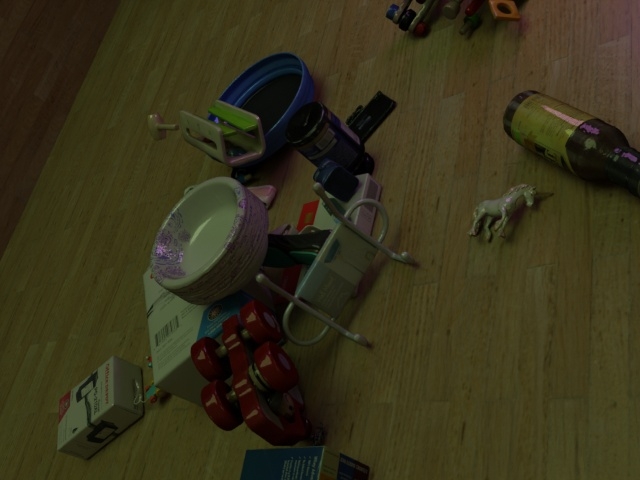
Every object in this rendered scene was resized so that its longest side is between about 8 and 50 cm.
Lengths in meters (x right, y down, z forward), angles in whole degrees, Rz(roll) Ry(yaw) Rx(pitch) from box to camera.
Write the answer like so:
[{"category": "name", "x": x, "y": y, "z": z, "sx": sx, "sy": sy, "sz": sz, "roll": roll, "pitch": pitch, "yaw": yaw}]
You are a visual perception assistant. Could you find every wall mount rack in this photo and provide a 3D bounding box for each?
[{"category": "wall mount rack", "x": 0.022, "y": 0.049, "z": 1.440, "sx": 0.350, "sy": 0.304, "sz": 0.130, "roll": -59, "pitch": 28, "yaw": -7}]

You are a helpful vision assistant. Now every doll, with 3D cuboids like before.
[{"category": "doll", "x": -0.218, "y": -0.214, "z": 2.104, "sx": 0.189, "sy": 0.046, "sz": 0.129, "roll": -45, "pitch": 38, "yaw": 10}]

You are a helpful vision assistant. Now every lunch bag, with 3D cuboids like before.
[{"category": "lunch bag", "x": 0.031, "y": -0.142, "z": 1.643, "sx": 0.067, "sy": 0.098, "sz": 0.065, "roll": -54, "pitch": 37, "yaw": 5}]

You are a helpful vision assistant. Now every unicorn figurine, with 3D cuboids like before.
[{"category": "unicorn figurine", "x": 0.351, "y": -0.056, "z": 1.382, "sx": 0.162, "sy": 0.060, "sz": 0.111, "roll": 1, "pitch": 63, "yaw": 46}]

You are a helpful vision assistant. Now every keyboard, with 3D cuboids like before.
[{"category": "keyboard", "x": 0.111, "y": -0.308, "z": 1.858, "sx": 0.180, "sy": 0.023, "sz": 0.108, "roll": -48, "pitch": 44, "yaw": 5}]

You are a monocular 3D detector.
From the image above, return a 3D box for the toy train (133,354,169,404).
[{"category": "toy train", "x": -0.425, "y": 0.358, "z": 1.880, "sx": 0.125, "sy": 0.046, "sz": 0.166, "roll": -17, "pitch": 47, "yaw": 39}]

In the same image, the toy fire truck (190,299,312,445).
[{"category": "toy fire truck", "x": -0.108, "y": 0.285, "z": 1.438, "sx": 0.169, "sy": 0.254, "sz": 0.302, "roll": -38, "pitch": 39, "yaw": 9}]

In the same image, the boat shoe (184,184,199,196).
[{"category": "boat shoe", "x": -0.371, "y": -0.135, "z": 2.176, "sx": 0.226, "sy": 0.076, "sz": 0.083, "roll": 26, "pitch": 82, "yaw": 52}]

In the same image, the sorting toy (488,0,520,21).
[{"category": "sorting toy", "x": 0.394, "y": -0.648, "z": 1.677, "sx": 0.047, "sy": 0.196, "sz": 0.347, "roll": 111, "pitch": 142, "yaw": -54}]

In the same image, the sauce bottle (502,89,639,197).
[{"category": "sauce bottle", "x": 0.475, "y": -0.176, "z": 1.305, "sx": 0.111, "sy": 0.111, "sz": 0.344, "roll": -49, "pitch": 36, "yaw": 6}]

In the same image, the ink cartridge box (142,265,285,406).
[{"category": "ink cartridge box", "x": -0.278, "y": 0.159, "z": 1.779, "sx": 0.285, "sy": 0.166, "sz": 0.395, "roll": -40, "pitch": 40, "yaw": 16}]

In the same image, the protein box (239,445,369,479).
[{"category": "protein box", "x": -0.042, "y": 0.493, "z": 1.302, "sx": 0.201, "sy": 0.136, "sz": 0.199, "roll": -16, "pitch": 51, "yaw": 38}]

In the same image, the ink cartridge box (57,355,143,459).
[{"category": "ink cartridge box", "x": -0.597, "y": 0.451, "z": 1.936, "sx": 0.237, "sy": 0.100, "sz": 0.172, "roll": -39, "pitch": 41, "yaw": 18}]

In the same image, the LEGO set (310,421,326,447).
[{"category": "LEGO set", "x": -0.008, "y": 0.405, "z": 1.429, "sx": 0.054, "sy": 0.023, "sz": 0.083, "roll": -87, "pitch": 22, "yaw": -76}]

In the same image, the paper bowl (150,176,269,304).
[{"category": "paper bowl", "x": -0.231, "y": 0.010, "z": 1.597, "sx": 0.284, "sy": 0.148, "sz": 0.284, "roll": -26, "pitch": 45, "yaw": 29}]

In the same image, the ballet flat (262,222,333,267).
[{"category": "ballet flat", "x": -0.056, "y": 0.012, "z": 1.628, "sx": 0.280, "sy": 0.095, "sz": 0.096, "roll": 2, "pitch": 55, "yaw": 43}]

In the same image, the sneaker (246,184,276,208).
[{"category": "sneaker", "x": -0.186, "y": -0.109, "z": 1.985, "sx": 0.134, "sy": 0.051, "sz": 0.070, "roll": -10, "pitch": 50, "yaw": 37}]

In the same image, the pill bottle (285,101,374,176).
[{"category": "pill bottle", "x": 0.029, "y": -0.223, "z": 1.714, "sx": 0.123, "sy": 0.219, "sz": 0.122, "roll": -27, "pitch": 45, "yaw": 30}]

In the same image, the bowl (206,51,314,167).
[{"category": "bowl", "x": -0.182, "y": -0.380, "z": 2.108, "sx": 0.391, "sy": 0.077, "sz": 0.391, "roll": -26, "pitch": 43, "yaw": 27}]

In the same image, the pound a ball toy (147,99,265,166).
[{"category": "pound a ball toy", "x": -0.315, "y": -0.279, "z": 1.954, "sx": 0.208, "sy": 0.135, "sz": 0.319, "roll": -23, "pitch": 30, "yaw": -26}]

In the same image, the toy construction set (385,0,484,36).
[{"category": "toy construction set", "x": 0.313, "y": -0.665, "z": 1.794, "sx": 0.309, "sy": 0.257, "sz": 0.237, "roll": 29, "pitch": 70, "yaw": 32}]

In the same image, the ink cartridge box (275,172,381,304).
[{"category": "ink cartridge box", "x": 0.000, "y": 0.000, "z": 1.699, "sx": 0.261, "sy": 0.066, "sz": 0.296, "roll": -10, "pitch": 55, "yaw": 41}]
